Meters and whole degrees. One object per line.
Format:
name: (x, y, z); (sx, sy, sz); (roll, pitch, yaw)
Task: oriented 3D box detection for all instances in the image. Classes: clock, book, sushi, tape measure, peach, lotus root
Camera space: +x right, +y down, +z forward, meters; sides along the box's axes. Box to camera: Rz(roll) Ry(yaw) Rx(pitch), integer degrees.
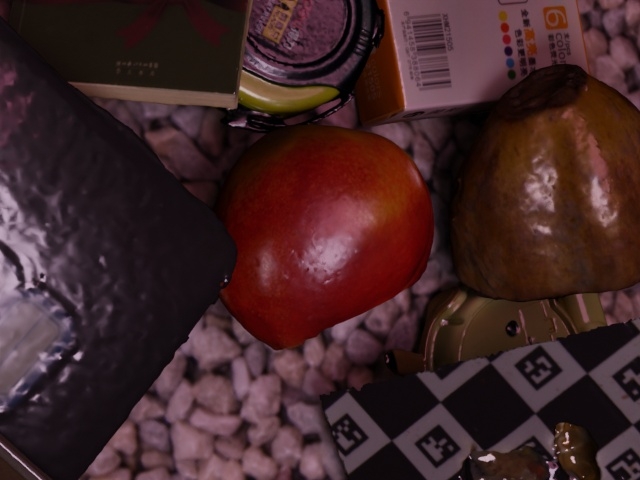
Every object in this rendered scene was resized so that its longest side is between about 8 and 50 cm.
clock: (0.161, 0.117, 1.636); (0.232, 0.069, 0.170); (-18, 92, -27)
book: (-0.146, -0.250, 1.479); (0.201, 0.026, 0.289); (4, 72, 6)
sushi: (0.177, 0.220, 1.548); (0.059, 0.294, 0.292); (-46, 122, -68)
tape measure: (-0.047, -0.185, 1.546); (0.186, 0.112, 0.199); (27, 78, -14)
peach: (0.000, 0.000, 1.504); (0.190, 0.190, 0.192); (12, 89, -25)
lotus root: (0.200, -0.063, 1.593); (0.188, 0.199, 0.180); (-72, 148, -52)

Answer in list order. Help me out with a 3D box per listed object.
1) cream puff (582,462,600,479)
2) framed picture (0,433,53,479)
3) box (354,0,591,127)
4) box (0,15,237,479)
cream puff: (0.318, 0.258, 1.634); (0.240, 0.164, 0.240); (0, 95, 1)
framed picture: (-0.297, 0.278, 1.347); (0.281, 0.019, 0.209); (-43, 105, 4)
box: (0.124, -0.251, 1.648); (0.221, 0.091, 0.274); (-7, 87, -28)
box: (-0.280, 0.035, 1.359); (0.350, 0.091, 0.359); (41, 82, -26)
